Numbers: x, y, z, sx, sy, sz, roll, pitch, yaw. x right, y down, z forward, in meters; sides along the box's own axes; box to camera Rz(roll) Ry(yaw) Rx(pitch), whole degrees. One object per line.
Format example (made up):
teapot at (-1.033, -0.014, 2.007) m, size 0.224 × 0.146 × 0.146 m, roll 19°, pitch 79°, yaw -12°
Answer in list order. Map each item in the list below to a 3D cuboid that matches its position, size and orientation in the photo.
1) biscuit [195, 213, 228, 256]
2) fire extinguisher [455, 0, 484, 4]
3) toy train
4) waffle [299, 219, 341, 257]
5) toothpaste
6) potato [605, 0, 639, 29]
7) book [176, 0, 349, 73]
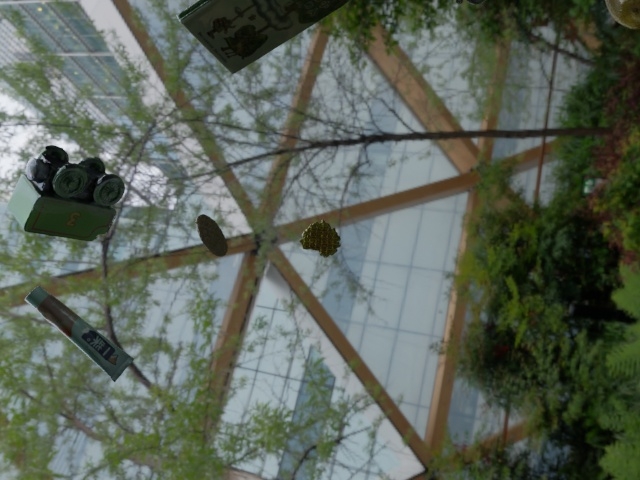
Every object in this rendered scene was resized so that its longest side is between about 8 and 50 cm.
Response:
biscuit at (-0.267, -0.012, 1.489) m, size 0.120 × 0.015 × 0.120 m, roll 53°, pitch -161°, yaw -27°
fire extinguisher at (0.336, -0.520, 1.156) m, size 0.089 × 0.267 × 0.072 m, roll 25°, pitch -105°, yaw -26°
toy train at (-0.738, -0.130, 1.789) m, size 0.307 × 0.173 × 0.249 m, roll 13°, pitch -69°, yaw -55°
waffle at (0.002, -0.001, 1.321) m, size 0.078 × 0.085 × 0.016 m, roll -53°, pitch 5°, yaw 5°
toothpaste at (-0.415, 0.157, 1.037) m, size 0.205 × 0.036 × 0.056 m, roll 43°, pitch -138°, yaw -9°
potato at (0.624, -0.598, 1.152) m, size 0.176 × 0.195 × 0.369 m, roll -28°, pitch -50°, yaw -25°
book at (-0.092, -0.510, 1.286) m, size 0.043 × 0.371 × 0.260 m, roll 62°, pitch -171°, yaw 14°
